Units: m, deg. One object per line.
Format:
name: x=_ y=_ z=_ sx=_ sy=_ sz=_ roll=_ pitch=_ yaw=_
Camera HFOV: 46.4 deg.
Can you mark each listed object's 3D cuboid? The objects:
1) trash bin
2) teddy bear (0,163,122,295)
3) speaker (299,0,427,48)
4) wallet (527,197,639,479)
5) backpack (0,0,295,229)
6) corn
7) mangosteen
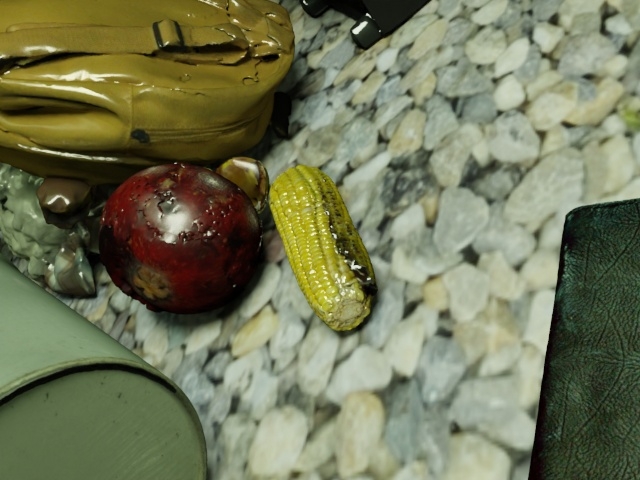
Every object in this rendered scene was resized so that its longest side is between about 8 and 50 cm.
trash bin: x=-0.324 y=0.154 z=0.671 sx=0.432 sy=0.280 sz=0.280 roll=17 pitch=66 yaw=44
teddy bear: x=-0.434 y=-0.120 z=0.996 sx=0.327 sy=0.375 sz=0.362 roll=-50 pitch=23 yaw=7
speaker: x=0.065 y=-0.415 z=0.948 sx=0.254 sy=0.184 sz=0.232 roll=-40 pitch=38 yaw=0
wallet: x=0.211 y=0.096 z=0.438 sx=0.172 sy=0.045 sz=0.318 roll=-8 pitch=46 yaw=33
backpack: x=-0.218 y=-0.198 z=0.863 sx=0.378 sy=0.201 sz=0.354 roll=7 pitch=48 yaw=-4
corn: x=0.000 y=0.000 z=0.700 sx=0.072 sy=0.072 sz=0.203 roll=-34 pitch=40 yaw=10
mangosteen: x=-0.130 y=-0.009 z=0.762 sx=0.166 sy=0.166 sz=0.180 roll=-7 pitch=24 yaw=36
